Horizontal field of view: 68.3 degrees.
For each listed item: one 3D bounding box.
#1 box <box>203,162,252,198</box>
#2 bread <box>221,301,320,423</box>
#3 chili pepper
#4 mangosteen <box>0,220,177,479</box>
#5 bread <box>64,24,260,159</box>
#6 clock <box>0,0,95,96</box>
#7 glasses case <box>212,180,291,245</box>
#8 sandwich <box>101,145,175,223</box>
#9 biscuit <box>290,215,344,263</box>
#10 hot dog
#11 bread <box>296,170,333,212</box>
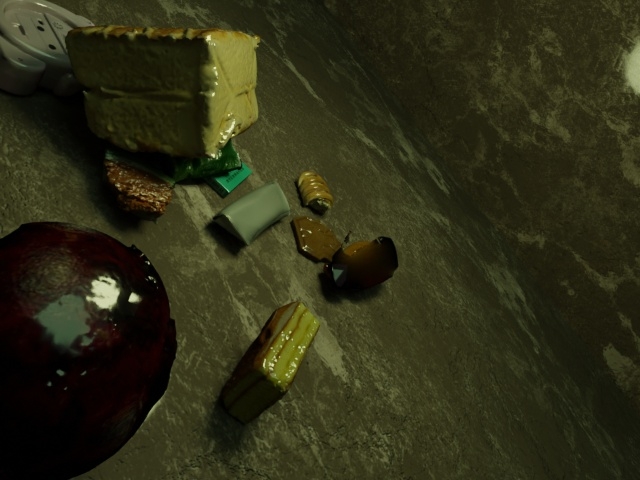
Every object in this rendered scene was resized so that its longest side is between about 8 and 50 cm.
[{"bbox_3d":[-0.334,-0.250,1.451,0.226,0.042,0.161,44,35,-8],"label":"box"},{"bbox_3d":[-0.114,0.264,1.058,0.111,0.184,0.234,40,33,-7],"label":"bread"},{"bbox_3d":[-0.358,-0.234,1.321,0.271,0.099,0.136,-25,110,-42],"label":"chili pepper"},{"bbox_3d":[-0.423,0.158,0.688,0.381,0.422,0.380,-4,90,-78],"label":"mangosteen"},{"bbox_3d":[-0.364,-0.397,1.198,0.372,0.279,0.390,6,26,5],"label":"bread"},{"bbox_3d":[-0.707,-0.505,1.224,0.322,0.113,0.295,-14,67,-55],"label":"clock"},{"bbox_3d":[-0.196,-0.077,1.402,0.128,0.083,0.308,53,33,-4],"label":"glasses case"},{"bbox_3d":[-0.455,-0.124,1.138,0.185,0.109,0.159,28,39,-19],"label":"sandwich"},{"bbox_3d":[0.002,-0.001,1.592,0.215,0.034,0.182,14,47,-41],"label":"biscuit"},{"bbox_3d":[0.116,0.076,1.573,0.326,0.107,0.193,2,71,-42],"label":"hot dog"},{"bbox_3d":[-0.020,-0.178,1.705,0.119,0.084,0.177,14,43,-42],"label":"bread"}]
